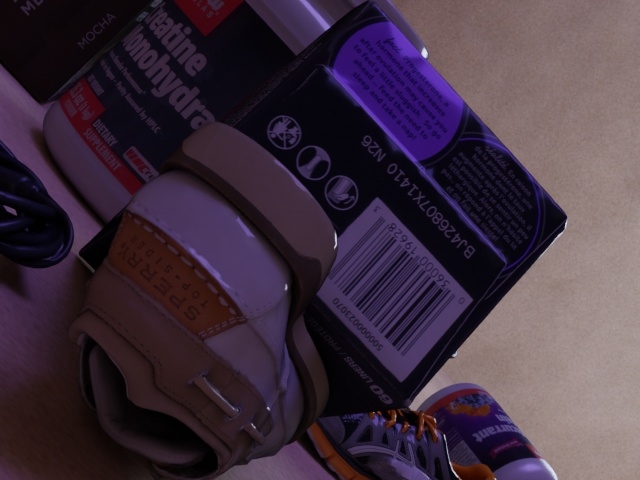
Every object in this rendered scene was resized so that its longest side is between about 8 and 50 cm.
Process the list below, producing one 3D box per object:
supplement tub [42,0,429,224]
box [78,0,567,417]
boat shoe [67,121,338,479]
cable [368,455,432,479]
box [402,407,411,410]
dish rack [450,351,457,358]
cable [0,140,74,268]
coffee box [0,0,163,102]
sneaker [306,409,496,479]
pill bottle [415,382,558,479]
[{"bbox_3d":[-0.068,-0.116,1.110,0.191,0.272,0.191,47,4,-4],"label":"supplement tub"},{"bbox_3d":[-0.013,0.000,0.807,0.165,0.143,0.270,47,-22,-7],"label":"box"},{"bbox_3d":[-0.064,0.055,0.651,0.113,0.103,0.302,38,-20,15],"label":"boat shoe"},{"bbox_3d":[0.110,0.254,0.707,0.257,0.089,0.257,45,5,-43],"label":"cable"},{"bbox_3d":[0.033,0.148,1.283,0.233,0.044,0.159,45,5,-39],"label":"box"},{"bbox_3d":[0.000,0.000,1.264,0.208,0.074,0.271,34,23,-37],"label":"dish rack"},{"bbox_3d":[-0.202,-0.051,0.732,0.184,0.047,0.150,45,-2,3],"label":"cable"},{"bbox_3d":[-0.231,-0.237,1.349,0.119,0.168,0.297,47,3,-8],"label":"coffee box"},{"bbox_3d":[0.054,0.161,1.089,0.215,0.083,0.084,44,6,-26],"label":"sneaker"},{"bbox_3d":[0.179,0.246,1.435,0.108,0.108,0.193,44,5,-44],"label":"pill bottle"}]
